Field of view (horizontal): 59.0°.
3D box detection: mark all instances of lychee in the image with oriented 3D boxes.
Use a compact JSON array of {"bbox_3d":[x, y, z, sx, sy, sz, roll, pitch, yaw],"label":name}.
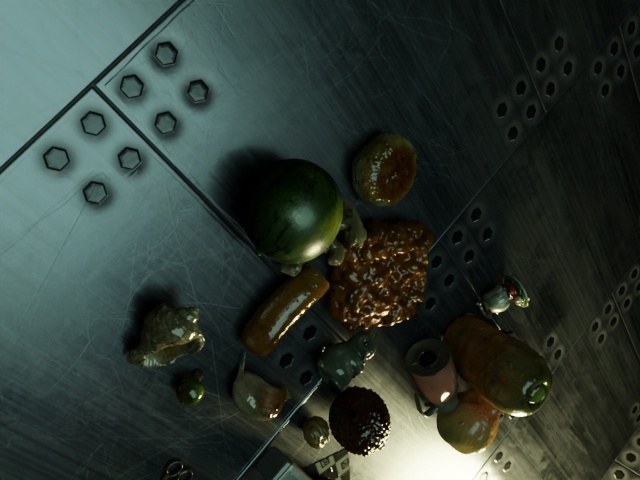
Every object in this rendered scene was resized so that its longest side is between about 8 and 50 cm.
[{"bbox_3d":[0.114,0.525,1.647,0.200,0.200,0.238,-53,156,-7],"label":"lychee"}]

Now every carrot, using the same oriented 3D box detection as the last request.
[{"bbox_3d":[0.563,0.403,1.821,0.224,0.340,0.224,-15,118,-30],"label":"carrot"}]

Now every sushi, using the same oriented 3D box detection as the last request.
[{"bbox_3d":[-0.023,0.847,1.747,0.339,0.068,0.320,-12,113,-30],"label":"sushi"}]

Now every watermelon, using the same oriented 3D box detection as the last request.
[{"bbox_3d":[-0.065,-0.067,1.296,0.242,0.242,0.243,-12,112,-30],"label":"watermelon"}]

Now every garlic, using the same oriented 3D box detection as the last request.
[{"bbox_3d":[-0.173,0.397,1.493,0.198,0.090,0.129,47,63,-29],"label":"garlic"}]

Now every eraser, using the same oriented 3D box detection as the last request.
[{"bbox_3d":[-0.047,0.739,1.650,0.089,0.061,0.352,-45,110,-12],"label":"eraser"}]

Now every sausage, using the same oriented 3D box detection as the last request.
[{"bbox_3d":[-0.093,0.179,1.446,0.270,0.109,0.109,-47,125,-11],"label":"sausage"}]

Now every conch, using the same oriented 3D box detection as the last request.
[{"bbox_3d":[-0.344,0.225,1.278,0.207,0.130,0.155,-44,113,4],"label":"conch"}]

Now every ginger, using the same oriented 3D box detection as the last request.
[{"bbox_3d":[0.013,0.008,1.441,0.259,0.149,0.065,-47,162,-15],"label":"ginger"}]

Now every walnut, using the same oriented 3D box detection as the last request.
[{"bbox_3d":[-0.011,0.559,1.651,0.079,0.082,0.096,-49,130,-46],"label":"walnut"}]

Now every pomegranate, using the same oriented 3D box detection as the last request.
[{"bbox_3d":[-0.316,0.359,1.383,0.073,0.073,0.085,18,78,-37],"label":"pomegranate"}]

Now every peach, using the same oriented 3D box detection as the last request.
[{"bbox_3d":[0.521,0.620,1.943,0.232,0.232,0.233,-12,112,-30],"label":"peach"}]

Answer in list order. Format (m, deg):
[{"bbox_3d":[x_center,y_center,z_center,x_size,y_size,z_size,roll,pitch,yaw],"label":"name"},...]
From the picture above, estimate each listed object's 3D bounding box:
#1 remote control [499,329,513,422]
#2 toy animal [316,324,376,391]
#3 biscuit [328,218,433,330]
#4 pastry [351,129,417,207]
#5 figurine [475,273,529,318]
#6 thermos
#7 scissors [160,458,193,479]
[{"bbox_3d":[0.628,0.513,2.071,0.144,0.062,0.399,-13,115,-29],"label":"remote control"},{"bbox_3d":[0.095,0.317,1.617,0.236,0.108,0.138,-44,124,-15],"label":"toy animal"},{"bbox_3d":[0.166,0.097,1.588,0.318,0.110,0.312,-8,112,-32],"label":"biscuit"},{"bbox_3d":[0.174,-0.184,1.506,0.192,0.093,0.182,-48,128,-11],"label":"pastry"},{"bbox_3d":[0.613,0.204,1.927,0.153,0.132,0.132,-28,121,-10],"label":"figurine"},{"bbox_3d":[0.369,0.466,1.836,0.176,0.146,0.265,-37,127,-18],"label":"thermos"},{"bbox_3d":[-0.427,0.656,1.443,0.220,0.017,0.088,-42,125,-14],"label":"scissors"}]
